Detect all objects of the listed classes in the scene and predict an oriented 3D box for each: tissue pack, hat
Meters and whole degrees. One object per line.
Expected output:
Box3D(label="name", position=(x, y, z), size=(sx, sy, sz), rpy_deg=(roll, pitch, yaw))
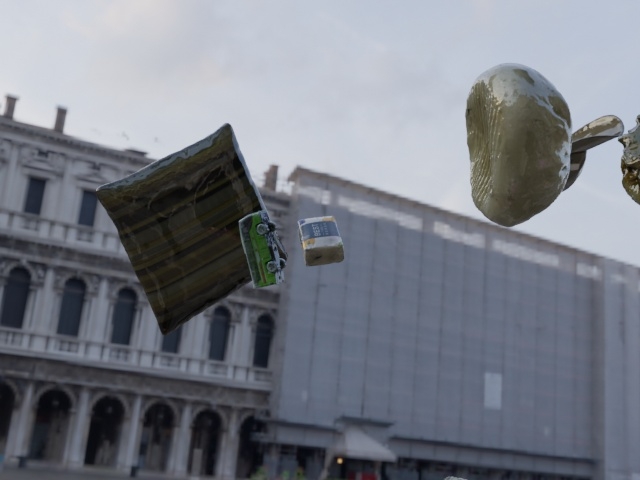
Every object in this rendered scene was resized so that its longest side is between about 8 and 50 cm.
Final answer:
Box3D(label="tissue pack", position=(0.000, 0.000, 1.287), size=(0.062, 0.083, 0.042), rpy_deg=(-5, -55, -6))
Box3D(label="hat", position=(0.497, -0.151, 1.616), size=(0.173, 0.144, 0.166), rpy_deg=(6, 28, 40))

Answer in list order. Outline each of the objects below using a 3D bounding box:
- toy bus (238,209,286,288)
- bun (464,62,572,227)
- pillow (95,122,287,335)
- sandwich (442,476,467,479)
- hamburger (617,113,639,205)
Box3D(label="toy bus", position=(-0.065, 0.010, 0.943), size=(0.037, 0.083, 0.031), rpy_deg=(-14, 1, 20))
Box3D(label="bun", position=(0.279, -0.137, 1.171), size=(0.133, 0.231, 0.231), rpy_deg=(-5, -15, -4))
Box3D(label="pillow", position=(-0.162, -0.017, 1.105), size=(0.208, 0.212, 0.052), rpy_deg=(-31, 19, -27))
Box3D(label="sandwich", position=(0.182, 0.396, 1.174), size=(0.244, 0.088, 0.090), rpy_deg=(-33, 2, -10))
Box3D(label="hamburger", position=(0.402, -0.063, 0.822), size=(0.183, 0.206, 0.130), rpy_deg=(-32, -61, 15))
